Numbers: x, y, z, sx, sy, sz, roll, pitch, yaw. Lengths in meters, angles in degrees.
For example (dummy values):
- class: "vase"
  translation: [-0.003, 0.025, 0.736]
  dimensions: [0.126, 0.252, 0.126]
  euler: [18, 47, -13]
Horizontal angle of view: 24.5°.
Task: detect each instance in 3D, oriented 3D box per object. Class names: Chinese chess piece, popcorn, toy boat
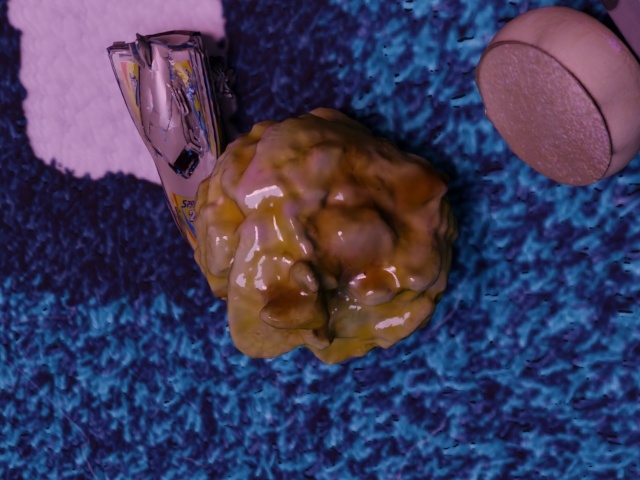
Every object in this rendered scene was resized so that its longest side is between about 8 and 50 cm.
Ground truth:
- class: "Chinese chess piece"
  translation: [0.160, -0.095, 0.963]
  dimensions: [0.122, 0.051, 0.122]
  euler: [39, 154, 24]
- class: "popcorn"
  translation: [-0.001, 0.001, 1.045]
  dimensions: [0.187, 0.185, 0.167]
  euler: [39, 116, 33]
- class: "toy boat"
  translation: [-0.100, -0.067, 1.135]
  dimensions: [0.084, 0.066, 0.210]
  euler: [0, 115, 29]

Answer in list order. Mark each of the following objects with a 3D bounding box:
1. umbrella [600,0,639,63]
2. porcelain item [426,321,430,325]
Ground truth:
- class: "umbrella"
  translation: [0.241, -0.116, 0.929]
  dimensions: [0.073, 0.067, 0.337]
  euler: [-26, 101, 46]
- class: "porcelain item"
  translation: [0.045, 0.055, 1.141]
  dimensions: [0.083, 0.028, 0.036]
  euler: [-5, 114, 31]
